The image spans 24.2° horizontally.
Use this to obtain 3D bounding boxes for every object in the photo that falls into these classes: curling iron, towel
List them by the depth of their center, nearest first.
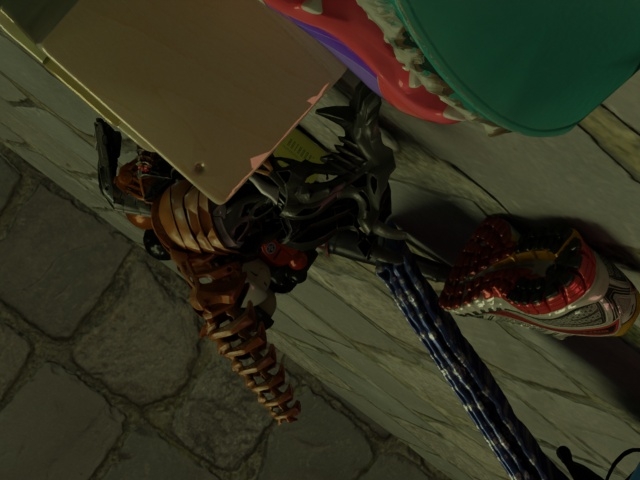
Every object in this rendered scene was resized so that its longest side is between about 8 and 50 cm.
[{"bbox_3d":[0.154,0.134,1.360,0.336,0.040,0.243,57,-174,-6],"label":"towel"},{"bbox_3d":[0.000,0.000,1.491,0.274,0.035,0.068,18,-161,1],"label":"curling iron"}]

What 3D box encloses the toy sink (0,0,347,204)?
[{"bbox_3d":[-0.111,-0.138,0.968,0.153,0.131,0.234,42,180,-27],"label":"toy sink"}]

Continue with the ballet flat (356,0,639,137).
[{"bbox_3d":[0.026,-0.195,0.499,0.147,0.147,0.409,28,165,35],"label":"ballet flat"}]

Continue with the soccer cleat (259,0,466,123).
[{"bbox_3d":[0.001,-0.151,0.844,0.248,0.083,0.095,37,175,-29],"label":"soccer cleat"}]

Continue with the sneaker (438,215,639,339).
[{"bbox_3d":[0.168,0.041,1.178,0.093,0.088,0.225,32,174,-20],"label":"sneaker"}]

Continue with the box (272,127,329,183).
[{"bbox_3d":[-0.086,-0.094,1.442,0.087,0.058,0.232,38,170,-28],"label":"box"}]

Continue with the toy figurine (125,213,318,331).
[{"bbox_3d":[-0.109,-0.010,1.651,0.210,0.148,0.213,33,170,8],"label":"toy figurine"}]

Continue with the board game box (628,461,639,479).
[{"bbox_3d":[0.295,0.157,0.668,0.302,0.308,0.086,29,167,27],"label":"board game box"}]

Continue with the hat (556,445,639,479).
[{"bbox_3d":[0.381,0.270,1.438,0.331,0.134,0.331,43,-179,-1],"label":"hat"}]

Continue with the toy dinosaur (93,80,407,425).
[{"bbox_3d":[-0.054,-0.033,1.127,0.164,0.218,0.321,-113,12,-81],"label":"toy dinosaur"}]
